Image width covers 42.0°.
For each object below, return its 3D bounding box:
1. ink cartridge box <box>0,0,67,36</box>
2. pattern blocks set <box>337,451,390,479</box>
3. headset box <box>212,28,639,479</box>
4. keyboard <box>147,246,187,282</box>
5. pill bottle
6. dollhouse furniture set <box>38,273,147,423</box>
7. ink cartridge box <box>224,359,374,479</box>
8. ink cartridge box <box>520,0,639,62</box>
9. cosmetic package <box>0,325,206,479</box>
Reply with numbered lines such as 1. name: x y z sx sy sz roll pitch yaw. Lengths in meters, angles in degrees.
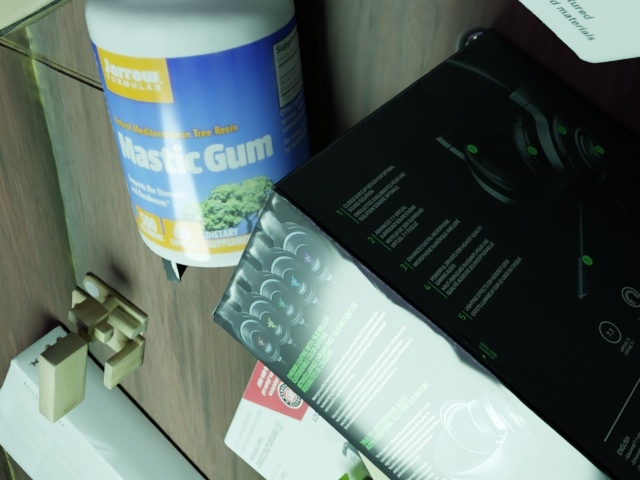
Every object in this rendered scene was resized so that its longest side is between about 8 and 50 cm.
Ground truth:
1. ink cartridge box: -0.290 -0.311 0.723 0.193 0.088 0.235 -7 114 46
2. pattern blocks set: 0.117 0.215 0.641 0.285 0.026 0.325 -7 106 33
3. headset box: 0.112 0.028 0.502 0.283 0.246 0.131 40 138 9
4. keyboard: -0.148 -0.046 0.786 0.023 0.108 0.180 2 125 12
5. pill bottle: -0.090 -0.129 0.635 0.152 0.152 0.272 18 131 31
6. dollhouse furniture set: -0.312 0.119 1.024 0.123 0.151 0.144 34 135 17
7. ink cartridge box: 0.063 0.196 0.776 0.273 0.114 0.197 36 137 13
8. ink cartridge box: 0.200 -0.188 0.244 0.121 0.211 0.289 27 164 -37
9. cosmetic package: -0.324 0.342 1.247 0.377 0.097 0.284 46 141 4
